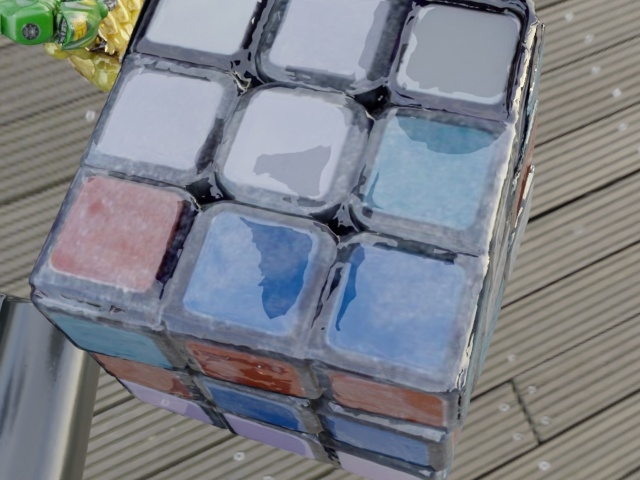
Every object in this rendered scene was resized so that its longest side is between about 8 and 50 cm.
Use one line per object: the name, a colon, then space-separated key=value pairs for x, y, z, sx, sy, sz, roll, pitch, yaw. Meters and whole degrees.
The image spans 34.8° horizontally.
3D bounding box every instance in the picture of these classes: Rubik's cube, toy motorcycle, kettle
Rubik's cube: x=0.000 y=0.000 z=0.941 sx=0.362 sy=0.359 sz=0.363 roll=13 pitch=69 yaw=11
toy motorcycle: x=-0.279 y=-0.213 z=0.958 sx=0.190 sy=0.074 sz=0.106 roll=-7 pitch=37 yaw=-23
kettle: x=-0.489 y=0.245 z=1.648 sx=0.262 sy=0.203 sz=0.308 roll=10 pitch=84 yaw=8

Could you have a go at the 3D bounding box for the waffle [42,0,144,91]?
waffle: x=-0.306 y=-0.355 z=1.265 sx=0.095 sy=0.379 sz=0.382 roll=-23 pitch=63 yaw=18
